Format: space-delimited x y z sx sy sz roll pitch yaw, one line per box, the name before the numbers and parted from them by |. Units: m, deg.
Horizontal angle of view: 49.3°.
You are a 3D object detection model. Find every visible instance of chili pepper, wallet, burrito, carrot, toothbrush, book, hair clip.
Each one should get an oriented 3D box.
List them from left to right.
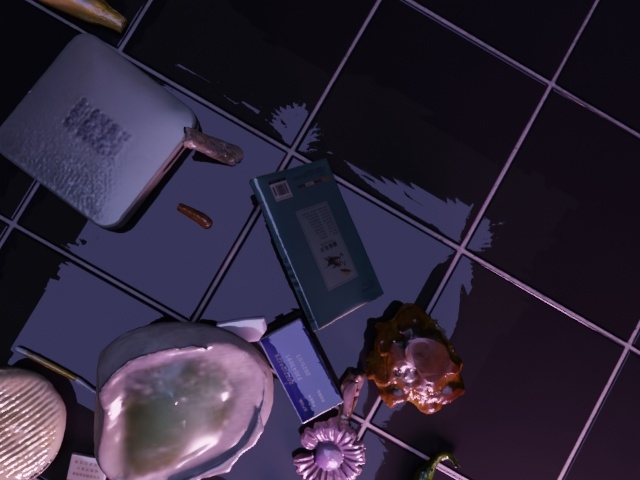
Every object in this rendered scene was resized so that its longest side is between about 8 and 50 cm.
toothbrush | -0.609 0.323 1.685 0.288 0.021 0.024 28 74 -2
carrot | -0.311 -0.062 1.726 0.093 0.032 0.032 30 85 4
burrito | -0.263 -0.228 1.700 0.171 0.042 0.051 20 86 -45
wallet | -0.193 0.223 1.718 0.122 0.025 0.061 -7 85 -5
book | 0.000 0.000 1.665 0.264 0.031 0.379 -20 87 -45
hair clip | 0.045 0.457 1.698 0.173 0.069 0.300 18 86 -3
chili pepper | 0.223 0.675 1.701 0.085 0.076 0.359 28 85 23

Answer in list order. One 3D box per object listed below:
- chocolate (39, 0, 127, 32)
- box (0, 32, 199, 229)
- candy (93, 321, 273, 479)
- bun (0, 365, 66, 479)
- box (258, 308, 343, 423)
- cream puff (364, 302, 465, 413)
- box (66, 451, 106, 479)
chocolate | -0.583 -0.576 1.720 0.219 0.085 0.086 27 85 -6
box | -0.539 -0.263 1.694 0.373 0.090 0.367 38 84 0
candy | -0.318 0.370 1.618 0.426 0.186 0.386 -11 100 -10
bun | -0.731 0.427 1.592 0.287 0.146 0.287 6 80 -39
box | -0.042 0.275 1.587 0.106 0.299 0.200 -28 89 -2
cream puff | 0.225 0.283 1.679 0.241 0.155 0.269 -2 89 -3
box | -0.566 0.599 1.668 0.090 0.024 0.167 11 86 -3
